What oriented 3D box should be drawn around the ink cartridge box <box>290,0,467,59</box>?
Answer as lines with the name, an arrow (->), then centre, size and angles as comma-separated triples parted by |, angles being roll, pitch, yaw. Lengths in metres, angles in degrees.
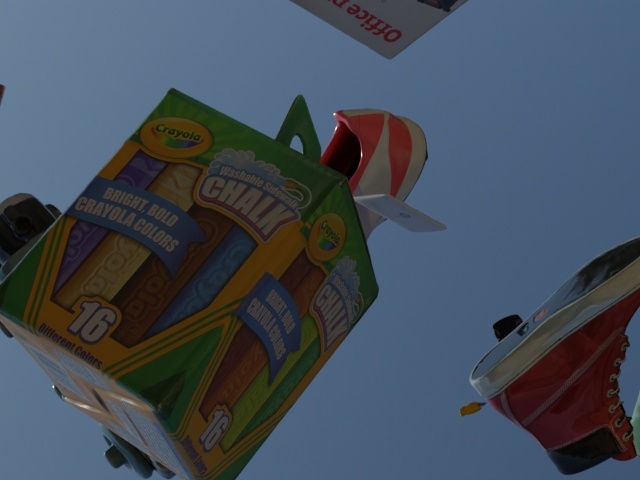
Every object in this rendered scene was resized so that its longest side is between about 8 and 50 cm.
ink cartridge box -> 0.075, -0.263, 1.125 | 0.237, 0.172, 0.100 | -36, -128, 27

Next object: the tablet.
tablet -> 0.077, -0.026, 1.459 | 0.054, 0.083, 0.006 | -4, -115, 52

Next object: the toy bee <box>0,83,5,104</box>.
toy bee -> -0.389, -0.147, 1.145 | 0.298, 0.162, 0.195 | 37, -92, -15

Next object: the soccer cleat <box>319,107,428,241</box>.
soccer cleat -> 0.000, 0.000, 1.635 | 0.116, 0.318, 0.108 | 13, -160, -44

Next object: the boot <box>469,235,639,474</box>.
boot -> 0.298, 0.123, 1.525 | 0.176, 0.244, 0.088 | 44, -163, -7

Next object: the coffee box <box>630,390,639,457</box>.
coffee box -> 0.397, 0.156, 1.615 | 0.040, 0.113, 0.184 | 20, -97, -29

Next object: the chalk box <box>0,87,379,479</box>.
chalk box -> -0.077, 0.019, 1.170 | 0.179, 0.180, 0.289 | 29, -110, 27

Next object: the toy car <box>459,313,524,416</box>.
toy car -> 0.190, 0.137, 1.664 | 0.122, 0.040, 0.060 | -44, -107, 14

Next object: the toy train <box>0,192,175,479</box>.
toy train -> -0.208, 0.093, 1.464 | 0.142, 0.190, 0.334 | -38, -103, -16
